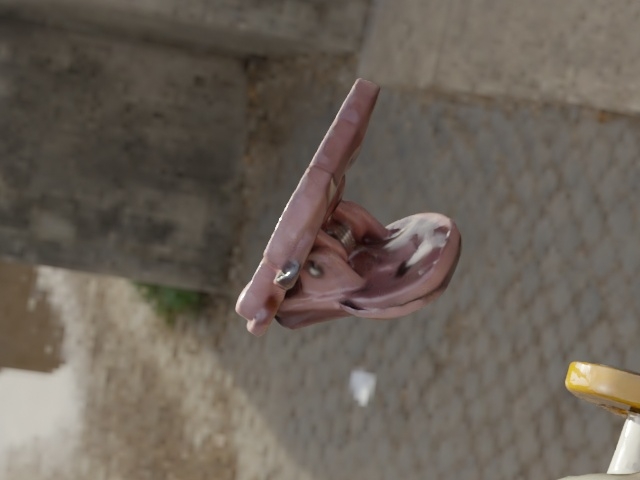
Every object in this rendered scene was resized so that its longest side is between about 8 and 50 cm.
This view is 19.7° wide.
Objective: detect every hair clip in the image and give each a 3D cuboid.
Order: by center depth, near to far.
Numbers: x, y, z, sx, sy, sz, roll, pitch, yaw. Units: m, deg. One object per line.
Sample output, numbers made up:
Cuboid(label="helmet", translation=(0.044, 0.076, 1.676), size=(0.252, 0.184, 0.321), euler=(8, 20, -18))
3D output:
Cuboid(label="hair clip", translation=(-0.007, -0.008, 0.950), size=(0.138, 0.102, 0.123), euler=(-10, 40, 45))

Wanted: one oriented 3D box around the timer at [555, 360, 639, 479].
Cuboid(label="timer", translation=(0.150, 0.186, 0.640), size=(0.233, 0.233, 0.240), euler=(3, 74, 69))
